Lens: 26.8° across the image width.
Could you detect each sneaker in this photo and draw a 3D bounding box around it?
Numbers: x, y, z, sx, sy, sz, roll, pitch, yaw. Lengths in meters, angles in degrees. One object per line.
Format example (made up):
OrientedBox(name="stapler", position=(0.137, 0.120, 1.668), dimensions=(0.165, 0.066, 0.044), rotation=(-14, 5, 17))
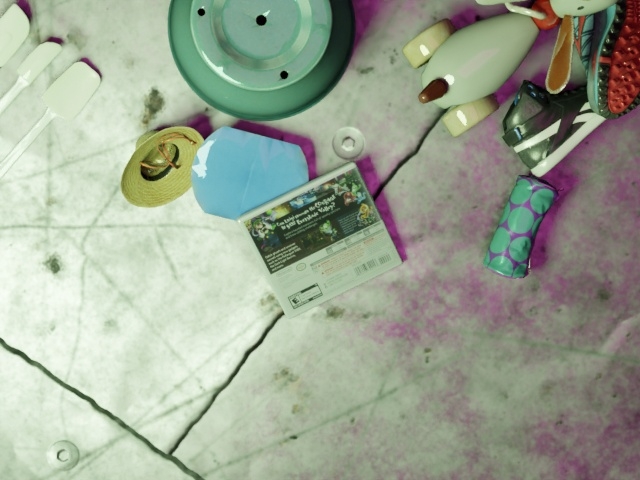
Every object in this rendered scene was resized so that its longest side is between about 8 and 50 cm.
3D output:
OrientedBox(name="sneaker", position=(0.408, -0.293, 1.899), dimensions=(0.104, 0.125, 0.261), rotation=(10, 81, -24))
OrientedBox(name="sneaker", position=(0.354, -0.205, 1.934), dimensions=(0.217, 0.079, 0.121), rotation=(-43, 92, 0))

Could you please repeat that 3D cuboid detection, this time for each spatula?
OrientedBox(name="spatula", position=(-0.449, -0.192, 1.914), dimensions=(0.168, 0.019, 0.242), rotation=(40, 93, -21))

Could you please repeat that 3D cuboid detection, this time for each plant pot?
OrientedBox(name="plant pot", position=(-0.079, -0.295, 1.815), dimensions=(0.272, 0.255, 0.271), rotation=(0, 96, -2))

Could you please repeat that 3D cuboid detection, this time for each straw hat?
OrientedBox(name="straw hat", position=(-0.235, -0.121, 1.922), dimensions=(0.144, 0.144, 0.061), rotation=(-41, 56, 2))

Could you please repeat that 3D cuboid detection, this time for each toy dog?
OrientedBox(name="toy dog", position=(0.243, -0.271, 1.833), dimensions=(0.220, 0.161, 0.333), rotation=(37, 121, 6))

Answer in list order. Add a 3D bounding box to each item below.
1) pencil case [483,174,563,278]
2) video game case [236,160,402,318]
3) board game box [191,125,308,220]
OrientedBox(name="pencil case", position=(0.295, -0.019, 1.959), dimensions=(0.070, 0.064, 0.151), rotation=(21, 96, 11))
OrientedBox(name="video game case", position=(0.000, 0.000, 1.954), dimensions=(0.190, 0.022, 0.173), rotation=(-26, 109, 1))
OrientedBox(name="board game box", position=(-0.103, -0.093, 1.946), dimensions=(0.169, 0.033, 0.133), rotation=(14, 107, -8))
